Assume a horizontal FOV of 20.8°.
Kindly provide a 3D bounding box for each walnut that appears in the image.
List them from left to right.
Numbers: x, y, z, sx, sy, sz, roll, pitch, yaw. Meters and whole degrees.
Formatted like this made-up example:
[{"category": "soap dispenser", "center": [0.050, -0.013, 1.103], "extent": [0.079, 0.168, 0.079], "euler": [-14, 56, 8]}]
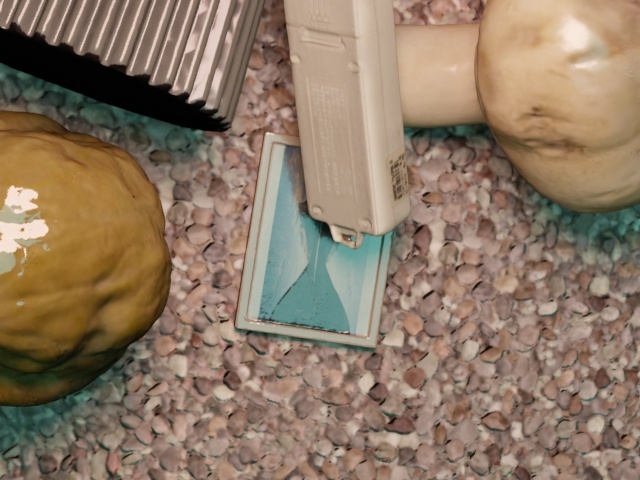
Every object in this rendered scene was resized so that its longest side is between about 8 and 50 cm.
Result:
[{"category": "walnut", "center": [-0.284, 0.015, 1.587], "extent": [0.277, 0.282, 0.253], "euler": [0, 106, -46]}]

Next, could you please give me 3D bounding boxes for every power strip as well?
[{"category": "power strip", "center": [0.024, -0.151, 1.651], "extent": [0.058, 0.098, 0.338], "euler": [-35, 130, -41]}]

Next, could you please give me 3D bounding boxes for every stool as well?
[{"category": "stool", "center": [-0.167, -0.302, 1.593], "extent": [0.297, 0.297, 0.330], "euler": [20, 85, -10]}]

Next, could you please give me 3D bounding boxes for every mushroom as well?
[{"category": "mushroom", "center": [0.206, -0.175, 1.690], "extent": [0.336, 0.314, 0.314], "euler": [2, 94, 19]}]

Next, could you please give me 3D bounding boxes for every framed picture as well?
[{"category": "framed picture", "center": [0.000, 0.000, 1.769], "extent": [0.150, 0.015, 0.203], "euler": [9, 92, -9]}]
